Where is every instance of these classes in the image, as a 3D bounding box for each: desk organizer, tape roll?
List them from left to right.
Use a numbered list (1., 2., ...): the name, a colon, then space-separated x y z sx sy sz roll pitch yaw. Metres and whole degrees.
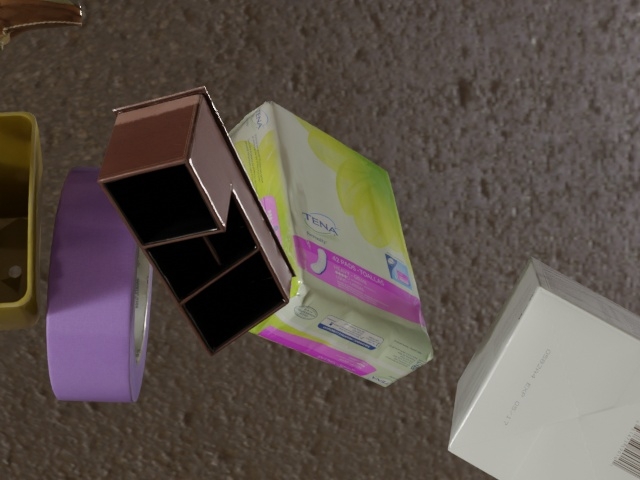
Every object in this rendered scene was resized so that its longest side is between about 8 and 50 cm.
1. tape roll: -0.253 0.052 1.065 0.090 0.275 0.274 2 89 -6
2. desk organizer: -0.055 -0.004 0.436 0.050 0.047 0.130 -88 161 -45

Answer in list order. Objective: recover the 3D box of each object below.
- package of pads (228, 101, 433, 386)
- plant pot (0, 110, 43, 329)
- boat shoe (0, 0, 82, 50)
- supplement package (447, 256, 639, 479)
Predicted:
1. package of pads: 0.000 0.000 1.043 0.229 0.101 0.296 28 37 -37
2. plant pot: -0.395 0.004 0.966 0.212 0.187 0.212 -4 69 -6
3. boat shoe: -0.510 -0.311 1.294 0.324 0.122 0.120 -4 106 -19
4. supplement package: 0.282 0.163 1.025 0.198 0.263 0.199 29 100 7
